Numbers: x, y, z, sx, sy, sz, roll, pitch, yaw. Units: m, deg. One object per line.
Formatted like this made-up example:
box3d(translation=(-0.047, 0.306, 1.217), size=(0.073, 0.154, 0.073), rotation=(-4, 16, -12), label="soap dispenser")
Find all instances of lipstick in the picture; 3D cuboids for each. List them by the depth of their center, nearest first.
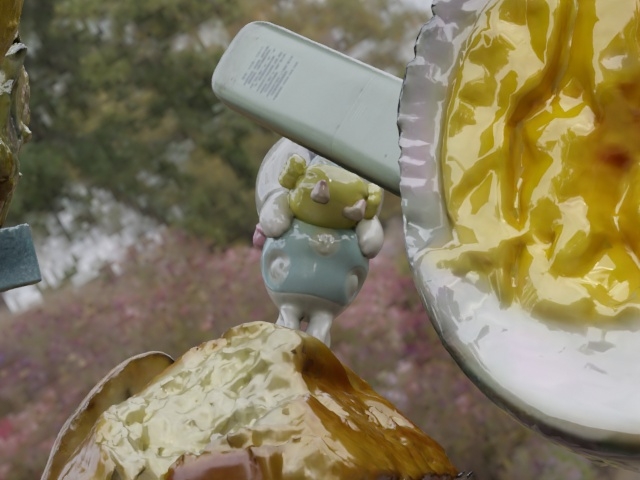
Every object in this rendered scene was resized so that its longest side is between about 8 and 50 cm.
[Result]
box3d(translation=(-0.457, 0.049, 1.728), size=(0.317, 0.068, 0.066), rotation=(-14, 0, -25), label="lipstick")

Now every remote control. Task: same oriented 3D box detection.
box3d(translation=(0.009, -0.115, 1.361), size=(0.309, 0.038, 0.090), rotation=(29, 87, 48), label="remote control")

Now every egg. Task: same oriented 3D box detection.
box3d(translation=(0.268, -0.029, 1.021), size=(0.354, 0.355, 0.340), rotation=(-31, -23, 27), label="egg")

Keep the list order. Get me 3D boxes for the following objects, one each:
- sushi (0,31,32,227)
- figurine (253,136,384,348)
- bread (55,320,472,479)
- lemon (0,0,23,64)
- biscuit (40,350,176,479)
box3d(translation=(-0.297, -0.082, 1.309), size=(0.139, 0.131, 0.291), rotation=(103, -178, -61), label="sushi")
box3d(translation=(0.000, 0.000, 1.509), size=(0.155, 0.127, 0.235), rotation=(-55, 21, 38), label="figurine")
box3d(translation=(-0.087, 0.197, 0.775), size=(0.344, 0.149, 0.195), rotation=(-57, -21, 6), label="bread")
box3d(translation=(-0.343, -0.180, 0.991), size=(0.336, 0.336, 0.336), rotation=(-30, -1, -1), label="lemon")
box3d(translation=(-0.168, 0.233, 1.540), size=(0.203, 0.260, 0.041), rotation=(7, -6, -22), label="biscuit")
